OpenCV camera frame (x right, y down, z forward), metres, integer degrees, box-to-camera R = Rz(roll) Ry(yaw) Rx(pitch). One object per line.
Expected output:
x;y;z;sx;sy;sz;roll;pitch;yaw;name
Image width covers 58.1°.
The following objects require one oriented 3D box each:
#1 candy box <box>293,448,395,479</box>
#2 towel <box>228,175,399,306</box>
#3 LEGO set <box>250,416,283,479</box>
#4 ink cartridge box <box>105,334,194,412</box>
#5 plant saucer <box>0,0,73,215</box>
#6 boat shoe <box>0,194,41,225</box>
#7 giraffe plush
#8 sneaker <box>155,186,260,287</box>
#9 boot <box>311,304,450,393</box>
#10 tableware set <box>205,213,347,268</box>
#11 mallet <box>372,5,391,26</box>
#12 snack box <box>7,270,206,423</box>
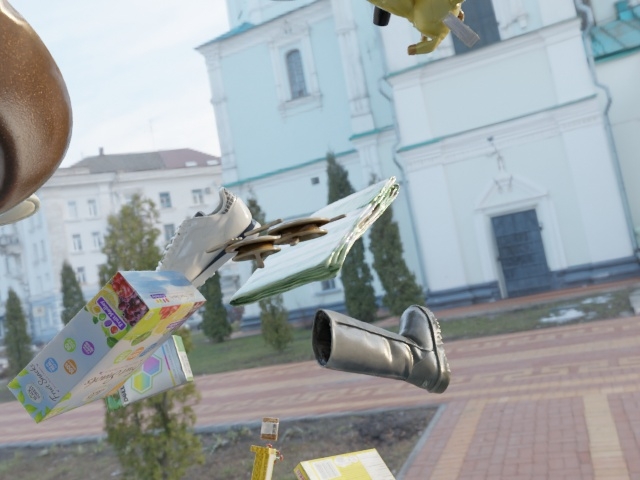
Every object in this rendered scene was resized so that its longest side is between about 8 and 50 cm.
0.055;0.417;0.986;0.206;0.105;0.027;13;-58;-46;candy box
0.000;0.000;1.070;0.248;0.038;0.325;-21;19;37;towel
-0.081;0.529;1.232;0.132;0.287;0.107;-35;-34;10;LEGO set
-0.404;0.302;1.301;0.209;0.108;0.062;-21;-13;-1;ink cartridge box
-0.327;-0.079;0.367;0.311;0.050;0.310;-9;-30;-5;plant saucer
-0.581;-0.077;0.851;0.305;0.091;0.109;-2;-34;-43;boat shoe
0.177;-0.395;0.914;0.181;0.210;0.170;-29;10;20;giraffe plush
-0.209;0.018;0.921;0.235;0.094;0.090;-44;25;-16;sneaker
0.085;0.146;0.883;0.209;0.076;0.189;14;27;-16;boot
-0.062;0.007;0.818;0.128;0.039;0.194;-6;-9;-42;tableware set
0.144;-0.530;1.228;0.039;0.189;0.062;13;-37;4;mallet
-0.274;0.133;0.771;0.207;0.070;0.174;-44;-10;7;snack box
